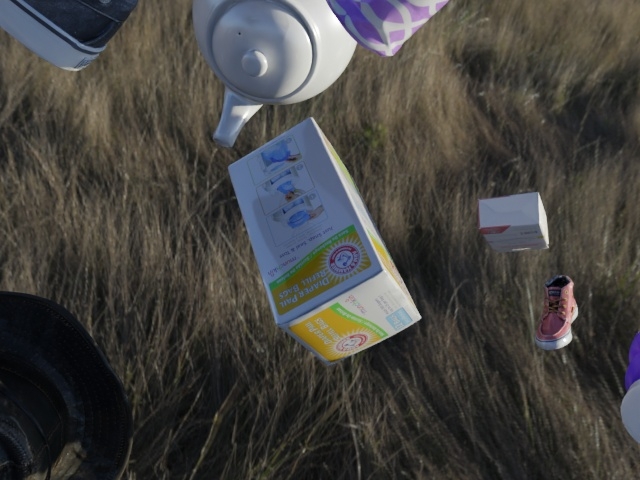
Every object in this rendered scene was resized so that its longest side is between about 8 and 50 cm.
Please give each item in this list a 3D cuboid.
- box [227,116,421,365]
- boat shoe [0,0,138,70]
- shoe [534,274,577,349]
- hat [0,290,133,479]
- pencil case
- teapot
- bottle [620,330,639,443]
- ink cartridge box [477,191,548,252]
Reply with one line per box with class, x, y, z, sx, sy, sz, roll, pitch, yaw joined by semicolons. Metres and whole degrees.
box;0.000;0.000;0.582;0.103;0.114;0.203;-29;51;9
boat shoe;-0.275;-0.259;0.441;0.301;0.102;0.108;39;24;-32
shoe;0.431;0.129;1.102;0.063;0.081;0.178;-7;16;35
hat;-0.353;0.203;0.551;0.331;0.331;0.134;3;16;-8
pencil case;0.093;-0.245;0.477;0.088;0.206;0.086;54;30;10
teapot;-0.066;-0.284;0.804;0.252;0.256;0.187;-9;39;20
bottle;0.385;0.132;0.618;0.283;0.092;0.118;-15;63;-48
ink cartridge box;0.396;-0.031;1.215;0.115;0.198;0.067;-5;72;24
